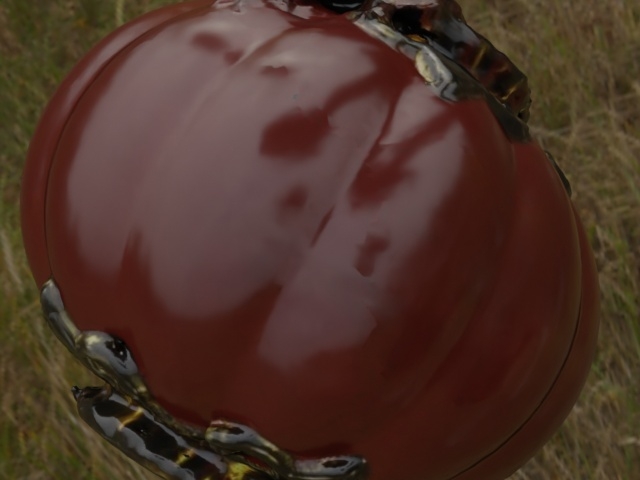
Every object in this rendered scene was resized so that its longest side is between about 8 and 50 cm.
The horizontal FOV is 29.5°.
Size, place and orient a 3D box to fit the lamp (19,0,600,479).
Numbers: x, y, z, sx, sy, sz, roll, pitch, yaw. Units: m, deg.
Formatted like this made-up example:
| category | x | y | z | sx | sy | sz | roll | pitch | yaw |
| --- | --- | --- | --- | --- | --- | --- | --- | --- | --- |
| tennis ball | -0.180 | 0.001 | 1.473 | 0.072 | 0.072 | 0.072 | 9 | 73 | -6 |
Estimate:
| category | x | y | z | sx | sy | sz | roll | pitch | yaw |
| --- | --- | --- | --- | --- | --- | --- | --- | --- | --- |
| lamp | 0.000 | 0.000 | 0.466 | 0.227 | 0.227 | 0.227 | -16 | 39 | 13 |
